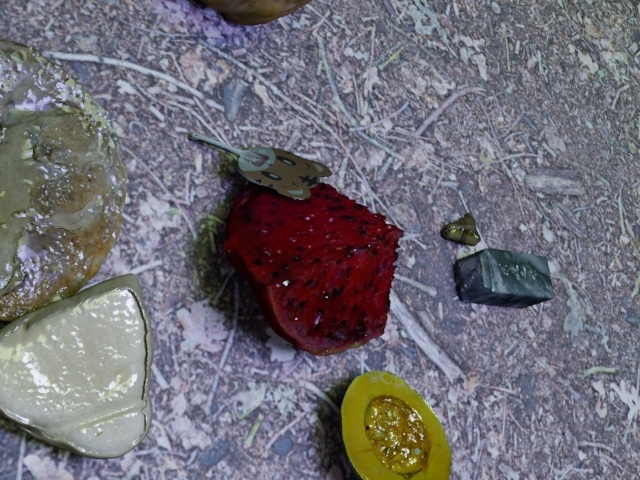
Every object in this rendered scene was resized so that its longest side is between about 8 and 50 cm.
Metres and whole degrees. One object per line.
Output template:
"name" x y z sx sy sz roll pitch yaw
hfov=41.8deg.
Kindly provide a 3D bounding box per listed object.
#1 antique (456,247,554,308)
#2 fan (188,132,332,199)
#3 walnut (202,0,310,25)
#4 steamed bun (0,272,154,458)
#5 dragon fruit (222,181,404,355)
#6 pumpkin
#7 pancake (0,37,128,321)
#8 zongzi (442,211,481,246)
"antique" 0.345 0.073 1.587 0.183 0.086 0.088 7 68 -34
"fan" -0.101 -0.127 1.310 0.226 0.008 0.152 22 31 8
"walnut" -0.095 -0.513 1.322 0.306 0.344 0.306 25 44 -27
"steamed bun" -0.306 0.175 1.056 0.231 0.110 0.212 -24 103 -19
"dragon fruit" 0.000 0.000 1.290 0.302 0.240 0.330 56 8 -49
"pumpkin" 0.096 0.318 1.308 0.217 0.110 0.217 18 51 -24
"pancake" -0.425 -0.081 1.079 0.387 0.082 0.387 11 70 -33
"zongzi" 0.266 -0.033 1.605 0.076 0.040 0.083 16 52 -24
